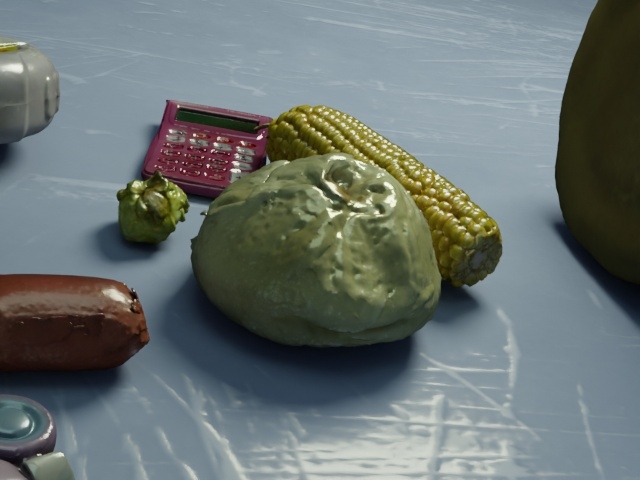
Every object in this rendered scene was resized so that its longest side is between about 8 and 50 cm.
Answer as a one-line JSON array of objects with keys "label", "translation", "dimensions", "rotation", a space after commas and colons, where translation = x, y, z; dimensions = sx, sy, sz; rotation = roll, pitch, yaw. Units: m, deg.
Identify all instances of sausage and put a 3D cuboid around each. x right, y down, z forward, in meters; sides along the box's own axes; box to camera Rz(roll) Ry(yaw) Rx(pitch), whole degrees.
[{"label": "sausage", "translation": [-0.194, 0.060, 0.782], "dimensions": [0.141, 0.076, 0.076], "rotation": [4, 28, -16]}]

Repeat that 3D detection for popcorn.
[{"label": "popcorn", "translation": [-0.158, -0.029, 0.985], "dimensions": [0.059, 0.068, 0.083], "rotation": [50, -8, -16]}]

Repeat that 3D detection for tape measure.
[{"label": "tape measure", "translation": [-0.362, -0.150, 1.052], "dimensions": [0.236, 0.120, 0.197], "rotation": [-5, 19, -30]}]

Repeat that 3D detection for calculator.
[{"label": "calculator", "translation": [-0.120, -0.097, 1.159], "dimensions": [0.127, 0.034, 0.190], "rotation": [11, 32, -4]}]

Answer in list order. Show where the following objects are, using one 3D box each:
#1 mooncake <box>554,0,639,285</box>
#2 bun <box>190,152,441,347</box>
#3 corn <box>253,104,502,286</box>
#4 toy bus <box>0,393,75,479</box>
[{"label": "mooncake", "translation": [0.413, -0.124, 1.079], "dimensions": [0.201, 0.378, 0.378], "rotation": [8, 27, -20]}, {"label": "bun", "translation": [0.000, 0.000, 0.907], "dimensions": [0.221, 0.134, 0.220], "rotation": [11, 26, -5]}, {"label": "corn", "translation": [0.056, -0.055, 1.078], "dimensions": [0.101, 0.101, 0.310], "rotation": [-16, 38, -43]}, {"label": "toy bus", "translation": [-0.235, 0.128, 0.555], "dimensions": [0.202, 0.142, 0.142], "rotation": [33, 33, 33]}]
